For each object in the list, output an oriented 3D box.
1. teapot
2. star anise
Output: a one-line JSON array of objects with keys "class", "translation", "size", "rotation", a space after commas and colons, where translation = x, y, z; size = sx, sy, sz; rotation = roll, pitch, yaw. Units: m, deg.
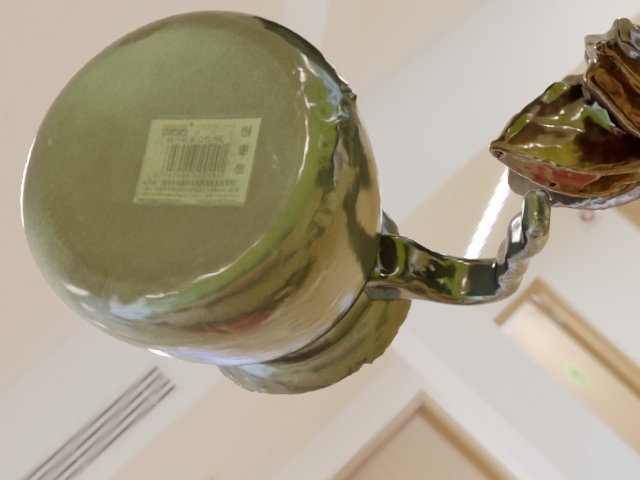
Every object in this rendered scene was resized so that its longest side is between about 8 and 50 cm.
[{"class": "teapot", "translation": [-0.012, -0.017, 0.816], "size": [0.305, 0.223, 0.285], "rotation": [-26, -28, 7]}, {"class": "star anise", "translation": [0.283, -0.103, 0.914], "size": [0.315, 0.108, 0.315], "rotation": [-21, -17, -7]}]
